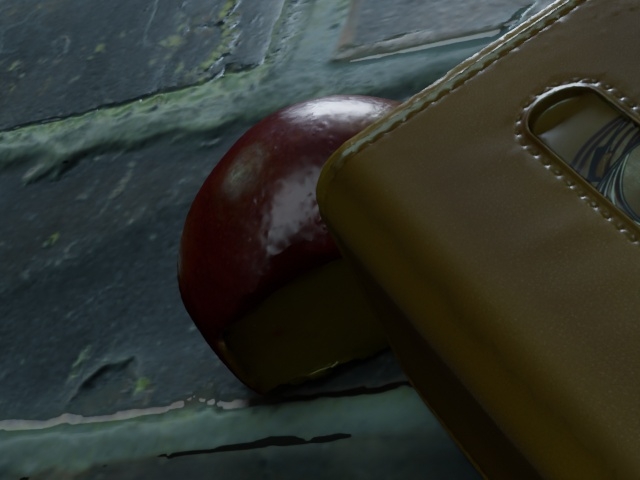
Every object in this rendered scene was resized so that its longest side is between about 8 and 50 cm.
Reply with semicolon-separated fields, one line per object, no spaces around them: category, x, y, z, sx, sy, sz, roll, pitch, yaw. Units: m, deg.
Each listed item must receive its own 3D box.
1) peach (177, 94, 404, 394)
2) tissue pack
peach;-0.006;-0.004;0.692;0.118;0.151;0.151;14;39;-16
tissue pack;0.148;0.032;0.523;0.194;0.145;0.274;-33;40;-6
